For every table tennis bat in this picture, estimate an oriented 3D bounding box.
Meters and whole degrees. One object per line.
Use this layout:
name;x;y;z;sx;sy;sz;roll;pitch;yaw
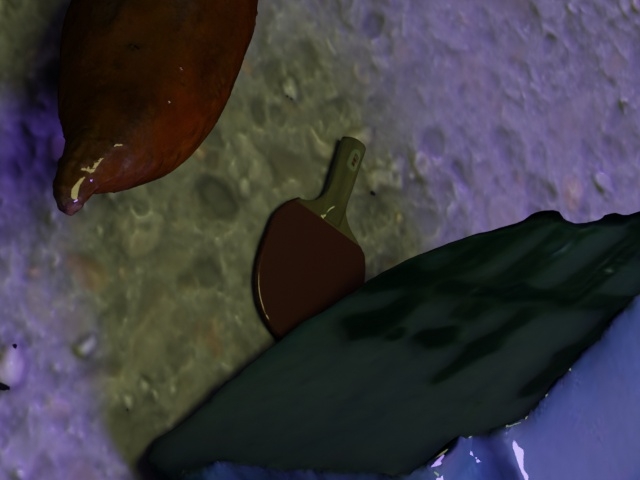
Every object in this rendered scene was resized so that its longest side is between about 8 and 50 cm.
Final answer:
table tennis bat;0.000;0.000;1.270;0.087;0.013;0.156;35;59;-31

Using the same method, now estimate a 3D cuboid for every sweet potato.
sweet potato;-0.095;-0.121;1.139;0.112;0.112;0.359;50;33;-23

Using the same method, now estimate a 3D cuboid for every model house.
model house;0.120;0.194;1.182;0.295;0.252;0.329;-40;112;-42
